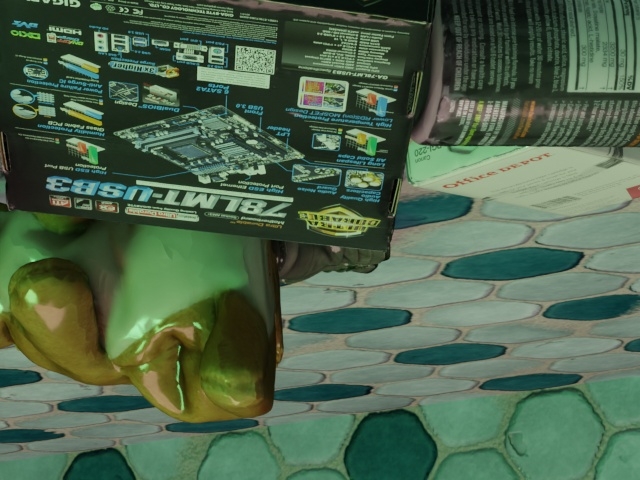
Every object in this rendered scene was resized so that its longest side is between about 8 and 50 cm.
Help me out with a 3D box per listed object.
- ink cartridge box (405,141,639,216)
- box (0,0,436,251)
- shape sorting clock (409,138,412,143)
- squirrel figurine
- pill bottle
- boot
[{"bbox_3d":[0.200,-0.091,1.702,0.218,0.092,0.158,7,163,-42],"label":"ink cartridge box"},{"bbox_3d":[-0.079,-0.106,1.358,0.296,0.073,0.293,7,150,0],"label":"box"},{"bbox_3d":[0.008,-0.099,1.579,0.206,0.040,0.206,-21,143,-17],"label":"shape sorting clock"},{"bbox_3d":[-0.227,0.047,1.772,0.370,0.281,0.397,-5,169,3],"label":"squirrel figurine"},{"bbox_3d":[0.187,-0.133,1.446,0.246,0.130,0.130,0,166,-12],"label":"pill bottle"},{"bbox_3d":[0.000,0.000,2.082,0.161,0.083,0.246,-6,174,-8],"label":"boot"}]
